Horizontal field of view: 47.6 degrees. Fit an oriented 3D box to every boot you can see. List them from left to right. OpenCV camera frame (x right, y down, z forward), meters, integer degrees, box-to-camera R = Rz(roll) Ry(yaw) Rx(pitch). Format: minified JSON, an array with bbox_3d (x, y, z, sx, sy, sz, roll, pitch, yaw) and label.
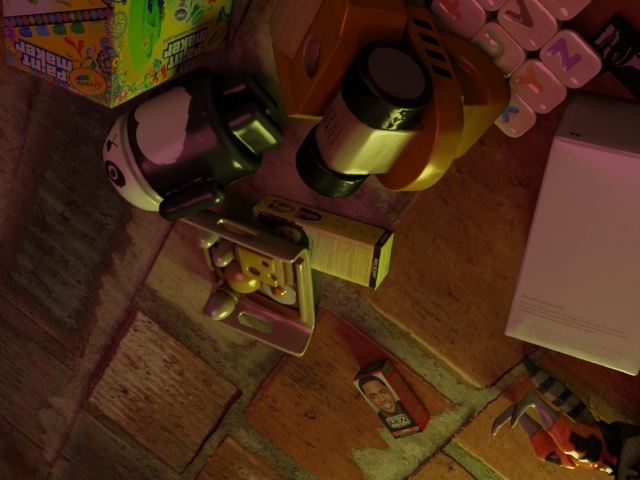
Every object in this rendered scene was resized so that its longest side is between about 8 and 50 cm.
[{"bbox_3d":[0.366,-0.208,0.895,0.099,0.045,0.121,38,128,-1],"label":"boot"}]

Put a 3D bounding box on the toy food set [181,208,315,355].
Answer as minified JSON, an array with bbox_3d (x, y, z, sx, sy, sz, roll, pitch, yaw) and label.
[{"bbox_3d":[-0.130,0.077,1.251,0.220,0.092,0.306,21,147,17],"label":"toy food set"}]

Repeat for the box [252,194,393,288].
[{"bbox_3d":[0.000,0.000,1.204,0.232,0.058,0.087,16,125,18],"label":"box"}]

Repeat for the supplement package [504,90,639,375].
[{"bbox_3d":[0.364,-0.012,0.924,0.175,0.177,0.292,17,125,20],"label":"supplement package"}]

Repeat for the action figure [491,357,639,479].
[{"bbox_3d":[0.446,0.298,1.075,0.330,0.178,0.341,20,150,11],"label":"action figure"}]

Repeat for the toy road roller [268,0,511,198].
[{"bbox_3d":[0.088,-0.217,0.931,0.202,0.241,0.329,-51,48,52],"label":"toy road roller"}]

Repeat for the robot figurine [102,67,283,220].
[{"bbox_3d":[-0.202,-0.154,1.123,0.278,0.209,0.173,-21,112,17],"label":"robot figurine"}]

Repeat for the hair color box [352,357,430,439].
[{"bbox_3d":[0.129,0.288,1.316,0.072,0.043,0.141,-29,101,38],"label":"hair color box"}]

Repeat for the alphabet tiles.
[{"bbox_3d":[0.202,-0.267,0.918,0.278,0.021,0.284,46,142,-1],"label":"alphabet tiles"}]

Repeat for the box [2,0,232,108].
[{"bbox_3d":[-0.255,-0.374,0.969,0.177,0.290,0.279,24,127,13],"label":"box"}]
